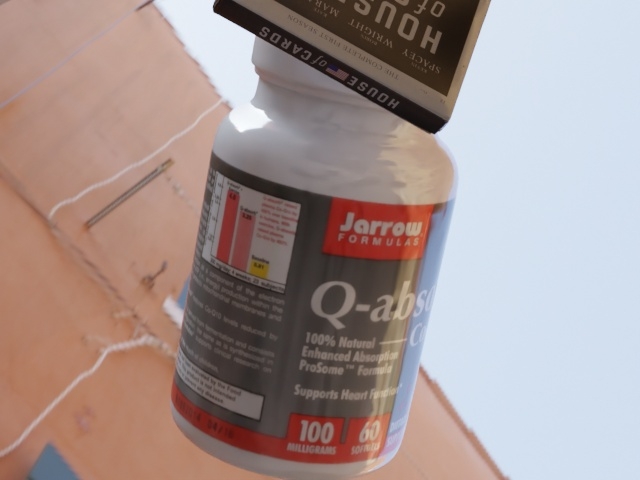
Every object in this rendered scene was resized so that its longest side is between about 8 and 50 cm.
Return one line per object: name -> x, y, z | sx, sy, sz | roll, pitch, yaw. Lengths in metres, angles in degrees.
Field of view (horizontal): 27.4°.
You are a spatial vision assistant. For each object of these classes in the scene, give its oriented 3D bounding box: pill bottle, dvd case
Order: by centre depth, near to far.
dvd case -> 0.044, -0.212, 0.944 | 0.179, 0.238, 0.029 | 28, -31, -12
pill bottle -> 0.000, 0.000, 1.112 | 0.210, 0.210, 0.362 | 11, -74, 1
